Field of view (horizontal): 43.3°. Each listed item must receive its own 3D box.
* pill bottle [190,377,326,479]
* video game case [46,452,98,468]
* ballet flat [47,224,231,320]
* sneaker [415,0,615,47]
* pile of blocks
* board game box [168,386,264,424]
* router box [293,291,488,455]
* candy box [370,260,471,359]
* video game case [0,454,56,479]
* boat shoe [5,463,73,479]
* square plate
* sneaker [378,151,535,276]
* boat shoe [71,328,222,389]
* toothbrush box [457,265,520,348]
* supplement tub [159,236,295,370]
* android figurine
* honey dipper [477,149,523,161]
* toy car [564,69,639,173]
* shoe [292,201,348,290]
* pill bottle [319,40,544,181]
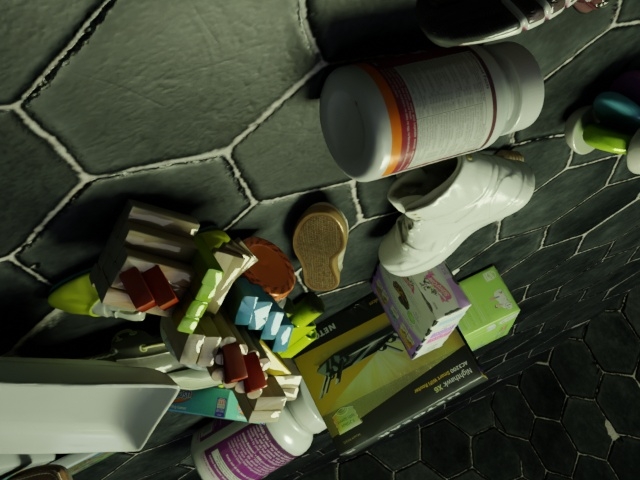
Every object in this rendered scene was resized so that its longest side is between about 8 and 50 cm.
[{"bbox_3d":[-0.125,0.423,1.780,0.302,0.169,0.169,-34,158,17],"label":"pill bottle"},{"bbox_3d":[-0.455,0.417,1.527,0.213,0.023,0.193,-26,168,-7],"label":"video game case"},{"bbox_3d":[-0.208,0.053,0.972,0.231,0.077,0.077,-21,158,-15],"label":"ballet flat"},{"bbox_3d":[0.229,-0.247,0.785,0.281,0.106,0.162,-30,161,4],"label":"sneaker"},{"bbox_3d":[-0.105,0.099,0.935,0.149,0.112,0.362,-41,130,1],"label":"pile of blocks"},{"bbox_3d":[-0.213,0.262,1.327,0.210,0.047,0.160,4,165,19],"label":"board game box"},{"bbox_3d":[0.123,0.231,1.541,0.309,0.242,0.081,-32,158,8],"label":"router box"},{"bbox_3d":[0.165,0.091,1.380,0.070,0.164,0.196,-22,158,-17],"label":"candy box"},{"bbox_3d":[-0.621,0.414,1.287,0.300,0.036,0.329,-27,168,-2],"label":"video game case"},{"bbox_3d":[-0.546,0.461,1.287,0.325,0.123,0.116,-30,166,4],"label":"boat shoe"},{"bbox_3d":[-0.380,0.214,1.032,0.344,0.049,0.347,5,152,-19],"label":"square plate"},{"bbox_3d":[0.142,-0.046,1.163,0.169,0.108,0.292,12,144,-35],"label":"sneaker"},{"bbox_3d":[-0.255,0.175,1.169,0.305,0.091,0.109,-4,160,-26],"label":"boat shoe"},{"bbox_3d":[0.284,0.195,1.814,0.283,0.122,0.206,-27,159,-5],"label":"toothbrush box"},{"bbox_3d":[-0.125,0.085,1.092,0.117,0.117,0.190,-3,147,-47],"label":"supplement tub"},{"bbox_3d":[-0.120,0.183,1.405,0.273,0.056,0.248,-41,155,26],"label":"android figurine"},{"bbox_3d":[0.241,-0.121,1.183,0.161,0.030,0.030,-1,146,-42],"label":"honey dipper"},{"bbox_3d":[0.464,-0.183,1.183,0.182,0.159,0.136,-13,120,-32],"label":"toy car"},{"bbox_3d":[0.000,0.000,1.144,0.077,0.058,0.219,5,151,1],"label":"shoe"},{"bbox_3d":[0.121,-0.144,0.858,0.221,0.121,0.121,-18,156,-25],"label":"pill bottle"}]
